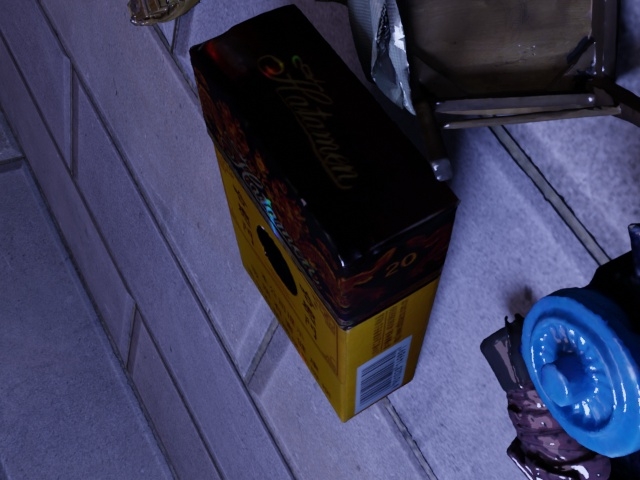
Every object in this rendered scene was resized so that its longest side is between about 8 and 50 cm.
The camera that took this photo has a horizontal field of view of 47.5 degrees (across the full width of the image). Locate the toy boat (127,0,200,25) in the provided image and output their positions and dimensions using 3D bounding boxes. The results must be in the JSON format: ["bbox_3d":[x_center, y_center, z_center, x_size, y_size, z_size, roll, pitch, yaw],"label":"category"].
[{"bbox_3d":[-0.249,-0.364,1.105,0.206,0.072,0.064,10,118,58],"label":"toy boat"}]

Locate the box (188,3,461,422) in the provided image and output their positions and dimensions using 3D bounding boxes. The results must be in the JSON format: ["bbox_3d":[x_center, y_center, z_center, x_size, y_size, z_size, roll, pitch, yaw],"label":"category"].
[{"bbox_3d":[0.001,-0.001,0.756,0.264,0.115,0.415,56,166,25],"label":"box"}]

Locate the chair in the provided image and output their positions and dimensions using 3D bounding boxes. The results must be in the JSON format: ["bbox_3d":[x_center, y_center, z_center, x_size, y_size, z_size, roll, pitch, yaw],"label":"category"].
[{"bbox_3d":[0.119,-0.164,0.524,0.319,0.186,0.160,-92,-7,-67],"label":"chair"}]

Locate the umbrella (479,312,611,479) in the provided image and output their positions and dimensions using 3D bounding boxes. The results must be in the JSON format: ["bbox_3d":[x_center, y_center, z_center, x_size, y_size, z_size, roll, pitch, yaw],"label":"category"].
[{"bbox_3d":[0.235,0.214,0.625,0.090,0.094,0.326,-44,69,44],"label":"umbrella"}]

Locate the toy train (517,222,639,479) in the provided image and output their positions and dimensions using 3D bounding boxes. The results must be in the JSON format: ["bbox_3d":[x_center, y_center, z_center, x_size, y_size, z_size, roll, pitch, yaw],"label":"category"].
[{"bbox_3d":[0.261,0.130,0.408,0.265,0.188,0.300,-160,57,-66],"label":"toy train"}]

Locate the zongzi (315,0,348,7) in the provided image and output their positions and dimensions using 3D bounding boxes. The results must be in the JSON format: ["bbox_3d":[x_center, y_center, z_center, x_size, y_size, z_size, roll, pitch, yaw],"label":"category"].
[{"bbox_3d":[0.034,-0.244,0.726,0.109,0.055,0.119,56,160,14],"label":"zongzi"}]
